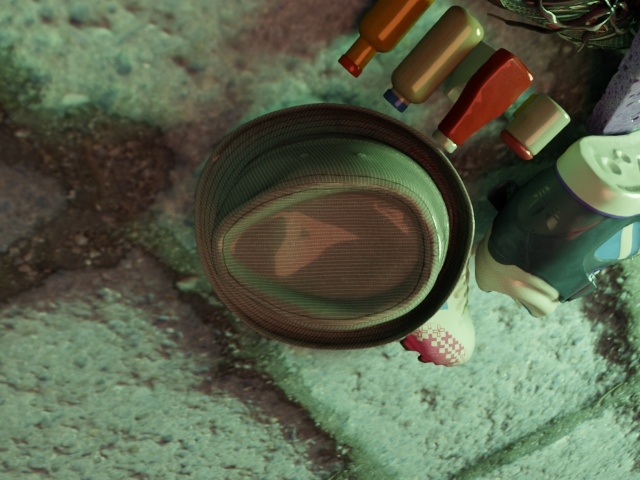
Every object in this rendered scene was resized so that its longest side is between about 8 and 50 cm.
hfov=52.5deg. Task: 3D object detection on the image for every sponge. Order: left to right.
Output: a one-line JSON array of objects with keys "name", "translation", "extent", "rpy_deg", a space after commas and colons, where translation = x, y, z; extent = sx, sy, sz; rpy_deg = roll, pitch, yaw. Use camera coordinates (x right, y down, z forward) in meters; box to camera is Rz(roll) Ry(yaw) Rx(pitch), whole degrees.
[{"name": "sponge", "translation": [0.349, -0.170, 0.650], "extent": [0.117, 0.031, 0.210], "rpy_deg": [-22, 163, 1]}]

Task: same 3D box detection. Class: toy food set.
[{"name": "toy food set", "translation": [0.135, -0.135, 0.613], "extent": [0.232, 0.111, 0.104], "rpy_deg": [32, 110, -34]}]

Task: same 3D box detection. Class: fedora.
[{"name": "fedora", "translation": [0.000, 0.000, 0.584], "extent": [0.276, 0.124, 0.243], "rpy_deg": [6, 102, 6]}]

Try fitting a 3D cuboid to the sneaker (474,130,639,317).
[{"name": "sneaker", "translation": [0.327, -0.007, 0.786], "extent": [0.323, 0.130, 0.236], "rpy_deg": [-2, 142, -35]}]

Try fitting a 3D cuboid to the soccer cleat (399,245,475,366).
[{"name": "soccer cleat", "translation": [0.128, 0.039, 0.740], "extent": [0.143, 0.116, 0.331], "rpy_deg": [-26, 131, 22]}]

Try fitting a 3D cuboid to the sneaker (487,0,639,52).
[{"name": "sneaker", "translation": [0.240, -0.225, 0.582], "extent": [0.299, 0.112, 0.120], "rpy_deg": [3, 126, -22]}]
